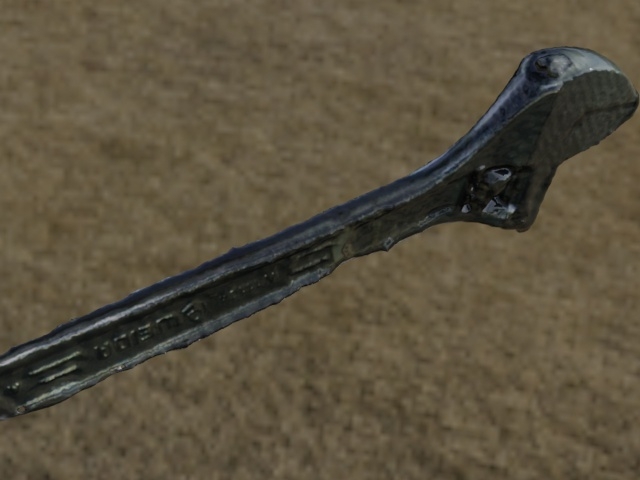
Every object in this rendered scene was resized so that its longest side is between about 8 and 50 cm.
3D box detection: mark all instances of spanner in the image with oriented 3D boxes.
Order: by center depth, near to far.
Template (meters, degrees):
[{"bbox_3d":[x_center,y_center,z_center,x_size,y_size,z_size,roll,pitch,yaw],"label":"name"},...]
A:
[{"bbox_3d":[0.000,0.000,0.743,0.325,0.093,0.026,-25,50,-16],"label":"spanner"}]
